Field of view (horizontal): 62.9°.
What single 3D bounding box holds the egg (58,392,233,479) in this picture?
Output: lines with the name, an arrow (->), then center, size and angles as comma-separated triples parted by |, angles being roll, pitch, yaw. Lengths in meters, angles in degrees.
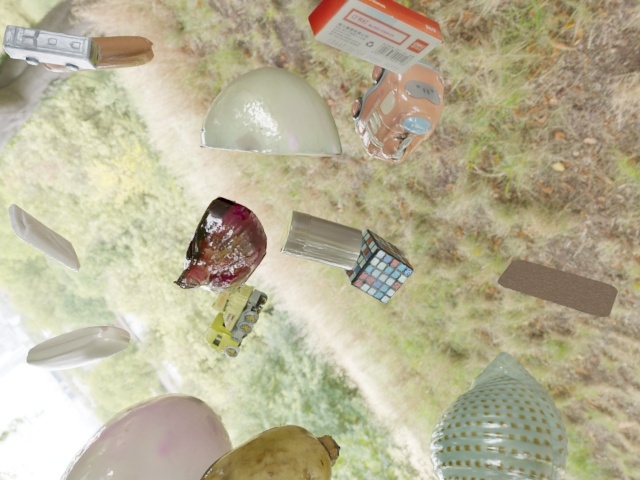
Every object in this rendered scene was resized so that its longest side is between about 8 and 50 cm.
egg -> -0.337, 0.486, 1.110 | 0.355, 0.339, 0.354 | 9, 136, 9

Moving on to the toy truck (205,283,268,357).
toy truck -> -0.293, 0.256, 1.747 | 0.157, 0.124, 0.272 | 28, 125, -4

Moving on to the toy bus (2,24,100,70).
toy bus -> -0.588, -0.419, 1.142 | 0.191, 0.064, 0.075 | 7, 176, -7

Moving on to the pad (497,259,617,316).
pad -> 0.605, 0.116, 1.339 | 0.266, 0.176, 0.002 | 18, 122, 30

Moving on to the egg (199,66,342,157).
egg -> -0.113, -0.291, 1.189 | 0.337, 0.337, 0.200 | 13, 107, 46

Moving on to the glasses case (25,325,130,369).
glasses case -> -0.434, 0.193, 0.936 | 0.204, 0.051, 0.081 | -18, 150, 18

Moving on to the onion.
onion -> -0.192, 0.034, 0.999 | 0.140, 0.218, 0.195 | 33, 126, -4

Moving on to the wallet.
wallet -> -0.619, -0.004, 1.184 | 0.124, 0.032, 0.183 | 44, 176, 43

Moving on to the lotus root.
lotus root -> -0.087, 0.419, 0.916 | 0.160, 0.284, 0.146 | 47, 139, 38

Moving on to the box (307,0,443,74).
box -> 0.102, -0.390, 0.968 | 0.123, 0.230, 0.050 | -30, 57, 51

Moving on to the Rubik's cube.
Rubik's cube -> 0.212, 0.097, 1.996 | 0.187, 0.182, 0.184 | 30, -163, -25

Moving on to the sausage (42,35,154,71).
sausage -> -0.594, -0.504, 1.409 | 0.086, 0.289, 0.086 | 33, 131, 50

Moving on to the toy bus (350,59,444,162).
toy bus -> 0.218, -0.349, 1.462 | 0.194, 0.232, 0.287 | 13, 141, -22

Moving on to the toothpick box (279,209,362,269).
toothpick box -> 0.000, 0.000, 1.281 | 0.181, 0.111, 0.111 | 15, 151, -11

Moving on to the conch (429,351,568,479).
conch -> 0.391, 0.412, 1.074 | 0.303, 0.319, 0.215 | 35, 172, -25
